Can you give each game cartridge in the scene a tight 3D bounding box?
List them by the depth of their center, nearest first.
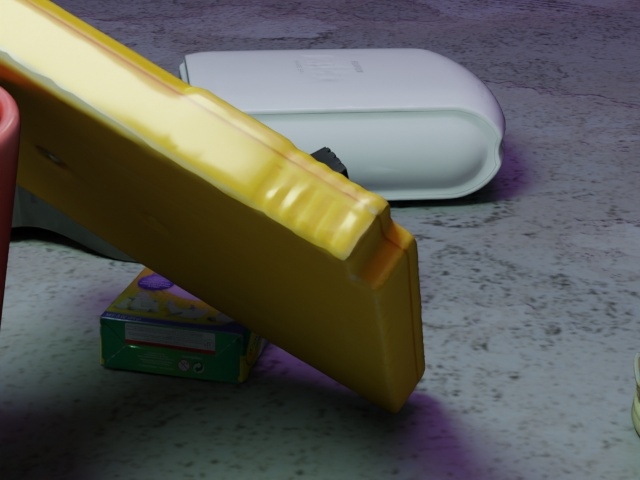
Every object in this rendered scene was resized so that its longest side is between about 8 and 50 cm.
[{"bbox_3d":[-0.084,-0.029,0.833,0.324,0.052,0.285,29,-15,14],"label":"game cartridge"}]

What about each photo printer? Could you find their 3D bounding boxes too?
[{"bbox_3d":[0.020,-0.116,1.372,0.307,0.107,0.256,-2,21,-7],"label":"photo printer"}]

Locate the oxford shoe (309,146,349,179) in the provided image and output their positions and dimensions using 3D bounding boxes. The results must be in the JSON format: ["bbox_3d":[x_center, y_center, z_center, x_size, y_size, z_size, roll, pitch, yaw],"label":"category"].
[{"bbox_3d":[0.000,0.000,1.128,0.096,0.083,0.227,-21,23,-9],"label":"oxford shoe"}]

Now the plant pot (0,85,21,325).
[{"bbox_3d":[-0.281,0.053,0.713,0.275,0.243,0.275,1,20,0],"label":"plant pot"}]

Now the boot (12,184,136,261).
[{"bbox_3d":[-0.189,-0.050,1.205,0.305,0.112,0.115,6,10,19],"label":"boot"}]

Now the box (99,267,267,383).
[{"bbox_3d":[-0.081,0.044,1.034,0.105,0.043,0.179,6,20,11],"label":"box"}]

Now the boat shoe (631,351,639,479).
[{"bbox_3d":[0.238,0.096,0.840,0.104,0.089,0.285,5,20,12],"label":"boat shoe"}]
